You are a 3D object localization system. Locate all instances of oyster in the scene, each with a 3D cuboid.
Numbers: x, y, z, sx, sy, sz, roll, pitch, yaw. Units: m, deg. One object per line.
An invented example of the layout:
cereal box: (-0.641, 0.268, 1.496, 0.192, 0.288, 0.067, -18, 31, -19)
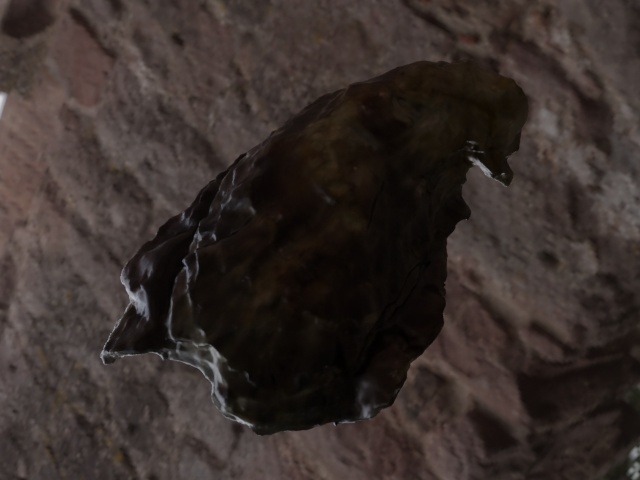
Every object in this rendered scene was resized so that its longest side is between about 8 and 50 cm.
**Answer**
oyster: (-0.001, -0.004, 0.758, 0.275, 0.100, 0.271, 3, -110, 2)
